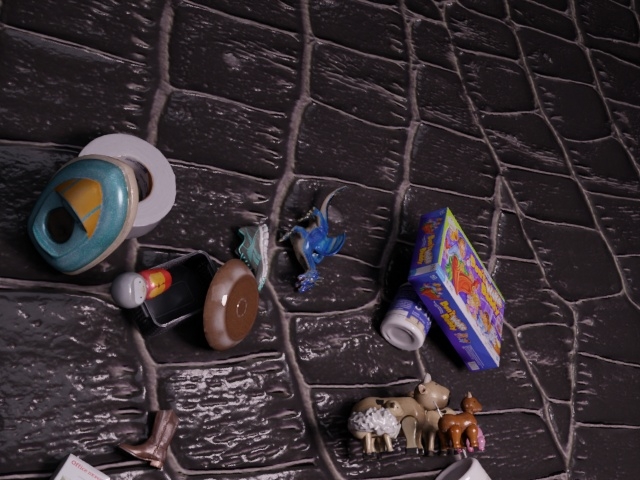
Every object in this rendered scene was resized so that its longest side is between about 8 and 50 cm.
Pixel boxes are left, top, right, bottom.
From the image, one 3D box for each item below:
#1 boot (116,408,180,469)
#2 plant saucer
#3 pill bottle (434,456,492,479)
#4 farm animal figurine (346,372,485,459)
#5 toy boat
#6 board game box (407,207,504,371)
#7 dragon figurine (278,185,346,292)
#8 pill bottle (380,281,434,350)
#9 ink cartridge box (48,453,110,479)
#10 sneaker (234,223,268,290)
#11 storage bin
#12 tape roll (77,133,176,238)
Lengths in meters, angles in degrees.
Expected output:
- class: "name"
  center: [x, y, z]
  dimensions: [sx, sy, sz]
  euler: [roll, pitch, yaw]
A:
- class: "boot"
  center: [-0.332, 0.373, 1.488]
  dimensions: [0.106, 0.037, 0.114]
  euler: [36, 56, -29]
- class: "plant saucer"
  center: [-0.179, 0.140, 1.614]
  dimensions: [0.198, 0.036, 0.199]
  euler: [10, 90, -66]
- class: "pill bottle"
  center: [0.369, 0.627, 1.753]
  dimensions: [0.131, 0.131, 0.229]
  euler: [-35, 90, -38]
- class: "farm animal figurine"
  center: [0.213, 0.393, 1.716]
  dimensions: [0.326, 0.330, 0.172]
  euler: [-4, 71, -3]
- class: "toy boat"
  center: [-0.418, -0.007, 1.452]
  dimensions: [0.318, 0.267, 0.148]
  euler: [46, 20, 9]
- class: "board game box"
  center: [0.345, 0.124, 1.900]
  dimensions: [0.347, 0.078, 0.233]
  euler: [53, 36, -29]
- class: "dragon figurine"
  center: [0.000, 0.000, 1.841]
  dimensions: [0.144, 0.085, 0.289]
  euler: [46, 53, -6]
- class: "pill bottle"
  center: [0.231, 0.167, 1.892]
  dimensions: [0.112, 0.112, 0.187]
  euler: [39, 54, -11]
- class: "ink cartridge box"
  center: [-0.449, 0.458, 1.366]
  dimensions: [0.088, 0.052, 0.123]
  euler: [37, 53, -13]
- class: "sneaker"
  center: [-0.160, 0.039, 1.748]
  dimensions: [0.076, 0.065, 0.167]
  euler: [4, 62, -13]
- class: "storage bin"
  center: [-0.303, 0.111, 1.600]
  dimensions: [0.180, 0.084, 0.122]
  euler: [-23, 82, -36]
- class: "tape roll"
  center: [-0.423, -0.116, 1.637]
  dimensions: [0.219, 0.072, 0.219]
  euler: [13, 62, -26]
